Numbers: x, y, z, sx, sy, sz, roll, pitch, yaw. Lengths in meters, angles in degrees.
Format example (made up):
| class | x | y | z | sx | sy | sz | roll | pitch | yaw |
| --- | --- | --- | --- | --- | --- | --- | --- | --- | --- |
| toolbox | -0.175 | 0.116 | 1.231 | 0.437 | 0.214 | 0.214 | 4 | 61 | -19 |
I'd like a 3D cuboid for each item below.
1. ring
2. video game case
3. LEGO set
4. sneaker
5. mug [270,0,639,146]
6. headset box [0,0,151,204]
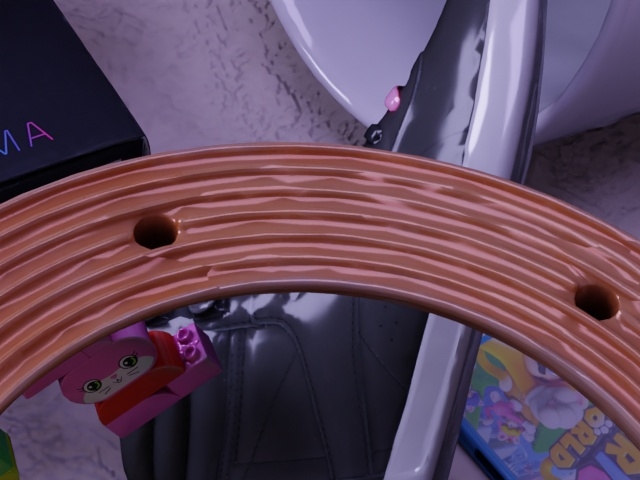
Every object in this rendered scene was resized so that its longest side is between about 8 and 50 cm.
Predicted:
| class | x | y | z | sx | sy | sz | roll | pitch | yaw |
| --- | --- | --- | --- | --- | --- | --- | --- | --- | --- |
| ring | 0.001 | 0.106 | 0.375 | 0.337 | 0.032 | 0.336 | 3 | 52 | -4 |
| video game case | 0.141 | 0.097 | 0.654 | 0.119 | 0.015 | 0.166 | -28 | 60 | -25 |
| LEGO set | -0.165 | 0.059 | 0.537 | 0.227 | 0.093 | 0.087 | -34 | 46 | 8 |
| sneaker | 0.000 | 0.000 | 0.580 | 0.147 | 0.104 | 0.295 | 16 | 97 | 12 |
| mug | 0.136 | -0.224 | 0.768 | 0.328 | 0.276 | 0.374 | -19 | 26 | -34 |
| headset box | -0.249 | -0.061 | 0.657 | 0.246 | 0.131 | 0.283 | -22 | 57 | -22 |
